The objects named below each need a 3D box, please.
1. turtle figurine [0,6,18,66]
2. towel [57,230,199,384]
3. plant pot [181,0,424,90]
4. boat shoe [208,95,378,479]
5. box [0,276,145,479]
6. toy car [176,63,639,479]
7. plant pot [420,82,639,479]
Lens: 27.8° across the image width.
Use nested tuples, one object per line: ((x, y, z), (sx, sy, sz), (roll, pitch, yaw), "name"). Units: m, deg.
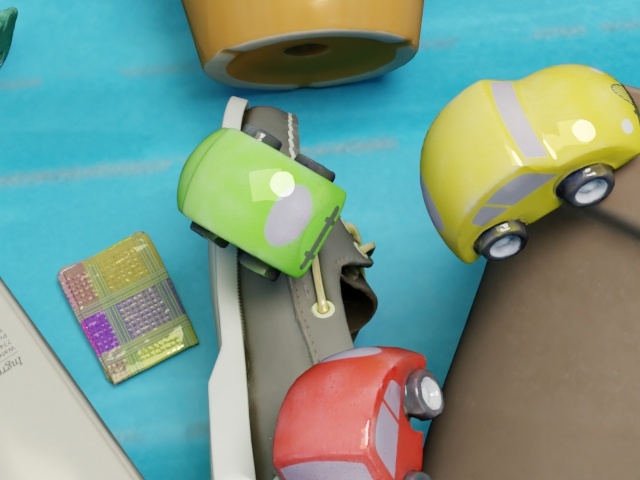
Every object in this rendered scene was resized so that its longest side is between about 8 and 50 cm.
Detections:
((-0.318, -0.147, 0.795), (0.234, 0.118, 0.175), (28, 85, -2), "turtle figurine")
((-0.114, 0.038, 0.763), (0.060, 0.009, 0.083), (-27, 69, -9), "towel")
((-0.014, -0.195, 0.769), (0.205, 0.205, 0.188), (-6, 82, 0), "plant pot")
((-0.014, 0.041, 0.687), (0.091, 0.109, 0.305), (-2, 49, -3), "boat shoe")
((-0.147, 0.141, 0.676), (0.113, 0.094, 0.275), (-34, 70, -11), "box")
((0.000, 0.000, 0.576), (0.225, 0.053, 0.239), (29, 89, 42), "toy car")
((0.158, 0.081, 0.628), (0.263, 0.263, 0.229), (32, 91, 15), "plant pot")
